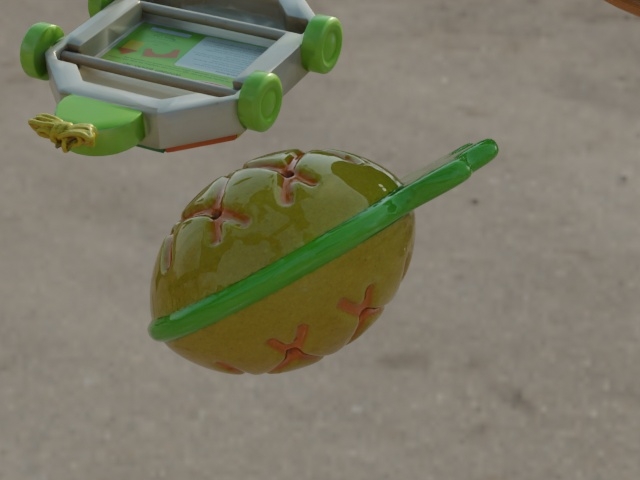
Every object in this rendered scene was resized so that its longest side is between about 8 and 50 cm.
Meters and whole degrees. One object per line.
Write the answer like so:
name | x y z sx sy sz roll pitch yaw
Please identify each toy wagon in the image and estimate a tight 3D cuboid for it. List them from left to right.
toy wagon | -0.152 -0.160 1.675 0.267 0.068 0.344 15 39 25

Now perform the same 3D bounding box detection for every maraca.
maraca | 0.000 0.000 0.841 0.185 0.099 0.127 -29 7 -7

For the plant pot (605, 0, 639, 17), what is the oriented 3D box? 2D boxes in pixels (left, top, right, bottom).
plant pot | 0.226 -0.290 0.976 0.291 0.291 0.203 20 52 42
